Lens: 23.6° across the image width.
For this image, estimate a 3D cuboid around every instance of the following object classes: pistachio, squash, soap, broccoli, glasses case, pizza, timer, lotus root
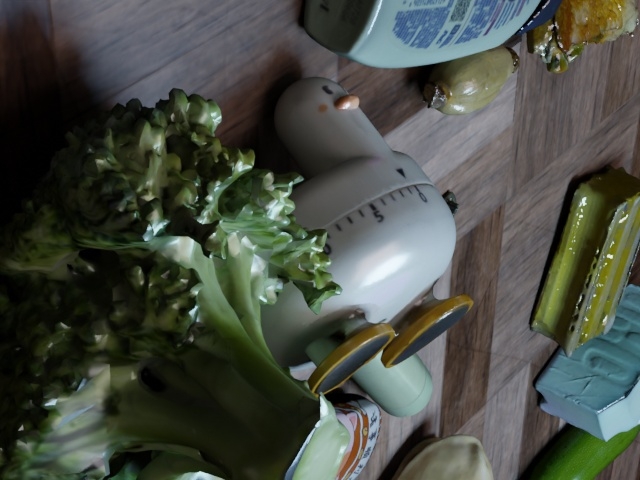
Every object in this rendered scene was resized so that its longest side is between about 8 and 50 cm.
[{"bbox_3d":[0.133,0.346,1.866,0.229,0.157,0.157,-69,152,-17],"label":"pistachio"},{"bbox_3d":[0.391,0.324,2.302,0.292,0.082,0.082,-34,139,-39],"label":"squash"},{"bbox_3d":[0.362,0.026,2.032,0.135,0.076,0.233,-21,131,-50],"label":"soap"},{"bbox_3d":[-0.113,0.090,1.155,0.338,0.317,0.277,-42,159,30],"label":"broccoli"},{"bbox_3d":[0.426,0.163,2.168,0.230,0.145,0.091,-51,148,-22],"label":"soap"},{"bbox_3d":[-0.020,0.216,1.586,0.267,0.067,0.103,0,114,-57],"label":"glasses case"},{"bbox_3d":[0.278,-0.272,1.686,0.226,0.069,0.147,-31,114,-50],"label":"pizza"},{"bbox_3d":[0.000,0.000,1.370,0.233,0.240,0.233,-33,165,-10],"label":"timer"},{"bbox_3d":[0.149,-0.166,1.562,0.150,0.062,0.073,-28,158,-43],"label":"lotus root"}]

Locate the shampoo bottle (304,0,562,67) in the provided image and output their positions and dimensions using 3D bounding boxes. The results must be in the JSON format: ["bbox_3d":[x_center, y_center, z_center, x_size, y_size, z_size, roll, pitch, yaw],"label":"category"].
[{"bbox_3d":[0.120,-0.231,1.451,0.359,0.078,0.134,-16,131,-53],"label":"shampoo bottle"}]

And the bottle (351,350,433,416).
[{"bbox_3d":[0.062,0.126,1.641,0.072,0.072,0.201,-57,150,-11],"label":"bottle"}]

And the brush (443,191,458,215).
[{"bbox_3d":[0.096,0.014,1.653,0.190,0.027,0.034,-42,142,-32],"label":"brush"}]
